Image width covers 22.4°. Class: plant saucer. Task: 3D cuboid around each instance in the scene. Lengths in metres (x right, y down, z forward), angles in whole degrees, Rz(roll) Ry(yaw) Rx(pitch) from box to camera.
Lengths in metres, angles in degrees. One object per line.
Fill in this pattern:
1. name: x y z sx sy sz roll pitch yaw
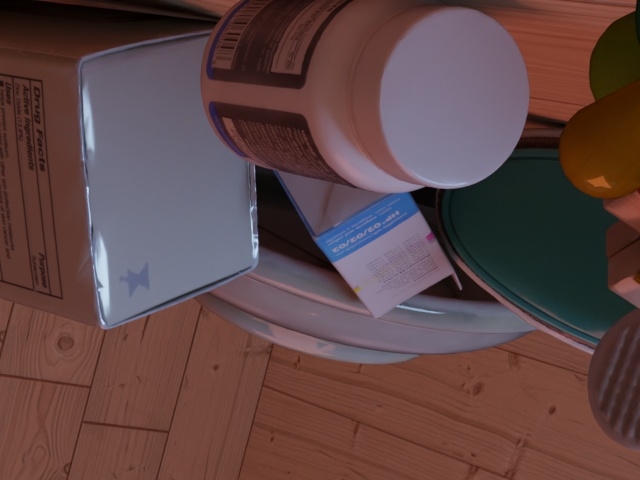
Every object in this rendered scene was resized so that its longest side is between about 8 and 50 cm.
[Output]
1. plant saucer: 0.000 0.000 1.213 0.400 0.100 0.400 17 -161 -6

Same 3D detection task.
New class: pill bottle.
1. pill bottle: 0.015 -0.060 0.628 0.078 0.078 0.137 14 -179 -31

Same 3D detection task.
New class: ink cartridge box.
1. ink cartridge box: 0.022 -0.022 0.974 0.104 0.061 0.181 60 -176 26

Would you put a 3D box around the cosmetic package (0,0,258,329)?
1. cosmetic package: -0.188 -0.061 0.947 0.296 0.153 0.129 14 -156 38

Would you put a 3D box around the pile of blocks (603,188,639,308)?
1. pile of blocks: 0.190 0.021 0.631 0.112 0.149 0.362 31 172 -21

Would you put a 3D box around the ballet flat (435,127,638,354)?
1. ballet flat: 0.269 0.018 0.967 0.400 0.139 0.139 14 180 21

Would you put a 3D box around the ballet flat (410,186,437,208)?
1. ballet flat: 0.108 -0.051 1.113 0.203 0.074 0.074 21 177 -30

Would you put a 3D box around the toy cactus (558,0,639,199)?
1. toy cactus: 0.105 -0.031 0.277 0.180 0.112 0.219 26 -178 -36

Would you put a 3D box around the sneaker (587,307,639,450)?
1. sneaker: 0.285 0.043 0.792 0.161 0.102 0.282 7 163 -36
